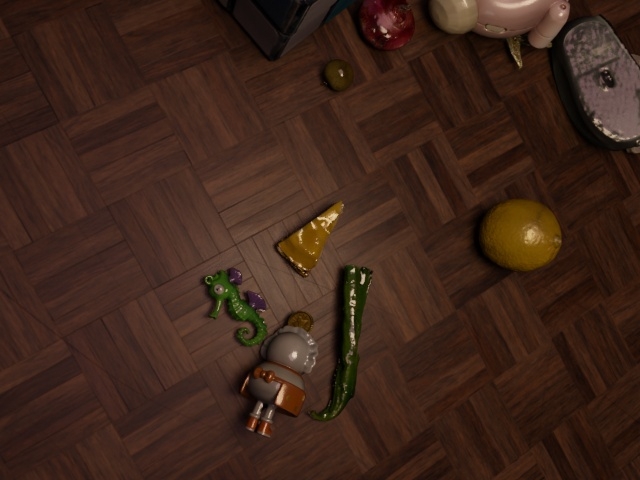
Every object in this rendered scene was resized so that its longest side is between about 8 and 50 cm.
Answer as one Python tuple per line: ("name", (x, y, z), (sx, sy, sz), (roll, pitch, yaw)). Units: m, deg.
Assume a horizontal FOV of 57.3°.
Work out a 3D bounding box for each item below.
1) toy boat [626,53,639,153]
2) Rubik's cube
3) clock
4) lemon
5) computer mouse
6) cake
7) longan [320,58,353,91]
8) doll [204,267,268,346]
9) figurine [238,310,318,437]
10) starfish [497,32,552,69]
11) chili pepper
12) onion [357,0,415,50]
("toy boat", (0.883, -0.375, 1.595), (0.141, 0.141, 0.269), (-12, 102, -17))
("Rubik's cube", (-0.062, -0.632, 1.239), (0.318, 0.316, 0.313), (-42, 97, -17))
("clock", (0.442, -0.656, 1.445), (0.326, 0.184, 0.342), (11, 72, 3))
("lemon", (0.481, -0.013, 1.405), (0.178, 0.203, 0.178), (-7, 102, -38))
("computer mouse", (0.742, -0.408, 1.534), (0.203, 0.114, 0.373), (-23, 84, 13))
("cake", (0.001, -0.001, 1.322), (0.185, 0.080, 0.116), (-30, 91, -21))
("longan", (0.037, -0.386, 1.379), (0.083, 0.075, 0.075), (-30, 95, 24))
("doll", (-0.182, 0.146, 1.268), (0.115, 0.050, 0.190), (-44, 100, -20))
("figurine", (-0.086, 0.277, 1.242), (0.143, 0.143, 0.271), (17, 82, -14))
("starfish", (0.510, -0.533, 1.532), (0.208, 0.053, 0.175), (1, 80, -6))
("chili pepper", (0.056, 0.233, 1.323), (0.085, 0.076, 0.358), (20, 78, -39))
("onion", (0.168, -0.534, 1.388), (0.150, 0.140, 0.150), (0, 88, -16))
